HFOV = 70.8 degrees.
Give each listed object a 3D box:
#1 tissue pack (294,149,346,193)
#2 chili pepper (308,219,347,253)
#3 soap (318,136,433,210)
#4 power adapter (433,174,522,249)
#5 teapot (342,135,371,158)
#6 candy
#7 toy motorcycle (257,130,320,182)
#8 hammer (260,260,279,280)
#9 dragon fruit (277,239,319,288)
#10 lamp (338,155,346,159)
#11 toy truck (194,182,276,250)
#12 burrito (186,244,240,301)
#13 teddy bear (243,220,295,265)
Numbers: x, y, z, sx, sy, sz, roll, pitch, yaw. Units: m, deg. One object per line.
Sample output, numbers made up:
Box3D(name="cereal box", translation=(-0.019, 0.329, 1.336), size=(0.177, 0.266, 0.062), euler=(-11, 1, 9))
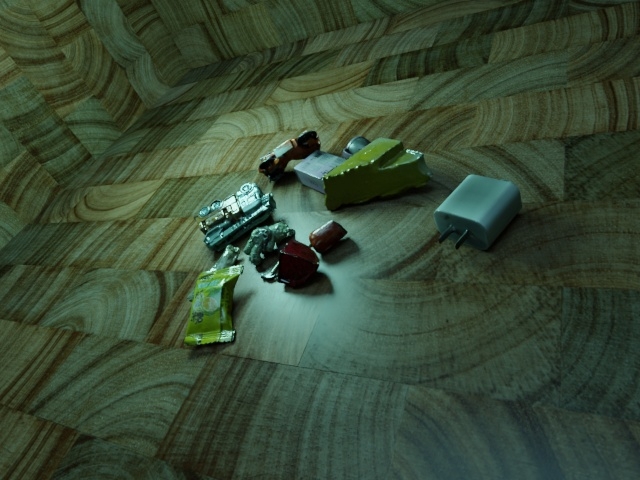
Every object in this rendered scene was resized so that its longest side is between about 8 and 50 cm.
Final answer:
Box3D(name="tissue pack", translation=(0.018, -0.282, 1.889), size=(0.148, 0.093, 0.246), euler=(-40, 40, -17))
Box3D(name="chili pepper", translation=(0.000, 0.000, 1.593), size=(0.192, 0.086, 0.084), euler=(-37, 11, 6))
Box3D(name="soap", translation=(0.188, -0.216, 1.660), size=(0.338, 0.169, 0.304), euler=(-36, 29, -9))
Box3D(name="power adapter", translation=(0.461, -0.069, 1.373), size=(0.255, 0.124, 0.187), euler=(-45, 40, -19))
Box3D(name="teapot", translation=(0.175, -0.362, 1.857), size=(0.146, 0.148, 0.116), euler=(40, 103, 39))
Box3D(name="candy", translation=(-0.363, 0.217, 1.551), size=(0.187, 0.081, 0.298), euler=(-9, 51, 11))
Box3D(name="toy motorcycle", translation=(-0.126, -0.390, 2.035), size=(0.325, 0.221, 0.148), euler=(-29, 77, 21))
Box3D(name="hammer", translation=(-0.145, 0.076, 1.647), size=(0.062, 0.017, 0.182), euler=(9, 50, 36))
Box3D(name="dragon fruit", translation=(-0.066, 0.085, 1.544), size=(0.160, 0.121, 0.127), euler=(16, 30, 21))
Box3D(name="lamp", translation=(0.083, -0.347, 1.975), size=(0.083, 0.031, 0.063), euler=(-17, 34, 10))
Box3D(name="toy truck", translation=(-0.338, -0.099, 1.868), size=(0.338, 0.133, 0.184), euler=(-30, 48, 2))
Box3D(name="burrito", translation=(-0.398, 0.129, 1.703), size=(0.082, 0.059, 0.275), euler=(13, 54, 25))
Box3D(name="teddy bear", translation=(-0.207, -0.016, 1.709), size=(0.213, 0.111, 0.133), euler=(-39, 44, -12))
